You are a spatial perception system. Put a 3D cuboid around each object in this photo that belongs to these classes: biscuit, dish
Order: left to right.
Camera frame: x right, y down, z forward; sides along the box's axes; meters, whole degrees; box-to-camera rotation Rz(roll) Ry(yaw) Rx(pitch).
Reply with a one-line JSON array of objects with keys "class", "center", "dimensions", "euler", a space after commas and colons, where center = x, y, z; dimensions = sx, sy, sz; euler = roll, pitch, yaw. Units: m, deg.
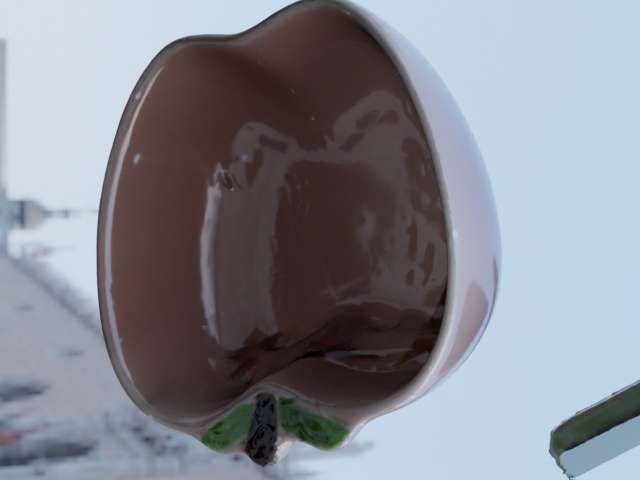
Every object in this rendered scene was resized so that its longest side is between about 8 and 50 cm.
[{"class": "dish", "center": [0.000, 0.000, 0.795], "dimensions": [0.213, 0.090, 0.213], "euler": [-2, -93, 39]}, {"class": "biscuit", "center": [0.316, 0.087, 1.320], "dimensions": [0.038, 0.322, 0.099], "euler": [63, 5, 23]}]
